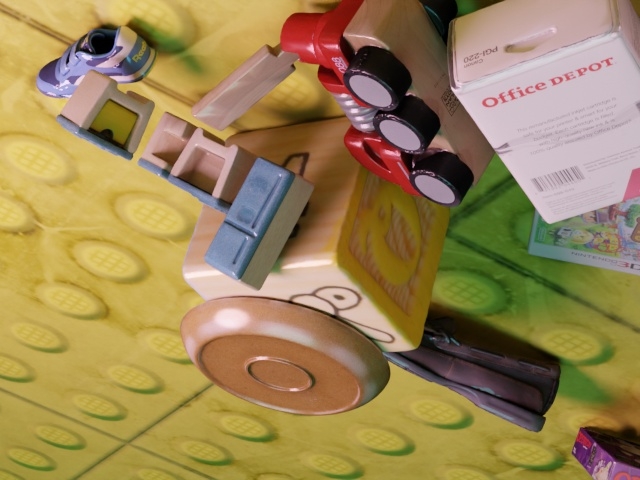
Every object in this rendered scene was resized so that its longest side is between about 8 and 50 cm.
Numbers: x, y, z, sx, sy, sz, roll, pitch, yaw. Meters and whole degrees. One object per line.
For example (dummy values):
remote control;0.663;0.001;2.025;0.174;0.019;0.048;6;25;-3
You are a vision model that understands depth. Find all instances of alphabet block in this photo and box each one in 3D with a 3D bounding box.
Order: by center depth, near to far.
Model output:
alphabet block;0.000;0.000;1.607;0.197;0.193;0.192;-5;146;32

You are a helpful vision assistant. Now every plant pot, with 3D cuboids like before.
plant pot;-0.042;0.135;1.629;0.236;0.032;0.236;11;150;6

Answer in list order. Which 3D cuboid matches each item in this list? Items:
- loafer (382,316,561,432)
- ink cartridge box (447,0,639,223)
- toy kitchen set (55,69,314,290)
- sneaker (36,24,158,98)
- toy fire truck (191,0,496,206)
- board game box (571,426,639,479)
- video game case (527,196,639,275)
loafer;0.165;0.140;1.893;0.302;0.095;0.109;28;179;-12
ink cartridge box;0.231;-0.128;1.356;0.158;0.092;0.218;-18;140;23
toy kitchen set;-0.147;-0.062;1.486;0.207;0.122;0.166;27;179;40
sneaker;-0.239;-0.188;1.545;0.144;0.053;0.059;-13;141;26
toy fire truck;0.024;-0.134;1.442;0.246;0.158;0.217;13;152;41
board game box;0.518;0.334;1.969;0.346;0.056;0.208;17;-172;-4
video game case;0.324;-0.028;1.577;0.193;0.023;0.212;11;150;8
